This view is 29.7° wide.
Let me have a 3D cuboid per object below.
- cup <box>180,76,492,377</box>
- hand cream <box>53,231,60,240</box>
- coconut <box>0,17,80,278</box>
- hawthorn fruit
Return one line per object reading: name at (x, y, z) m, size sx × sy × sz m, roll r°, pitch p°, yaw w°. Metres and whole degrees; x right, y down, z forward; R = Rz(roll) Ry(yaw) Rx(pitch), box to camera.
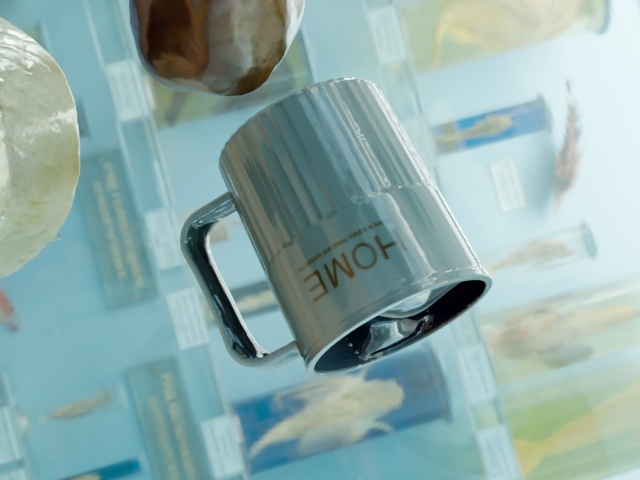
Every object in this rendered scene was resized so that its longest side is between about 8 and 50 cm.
cup at (0.017, -0.004, 1.576) m, size 0.331 × 0.257 × 0.311 m, roll -42°, pitch -114°, yaw 42°
hand cream at (-0.476, -0.035, 1.446) m, size 0.067 × 0.321 × 0.109 m, roll -31°, pitch -111°, yaw 61°
coconut at (-0.394, -0.089, 1.249) m, size 0.329 × 0.329 × 0.328 m, roll 165°, pitch -90°, yaw -82°
hawthorn fruit at (-0.122, -0.286, 1.334) m, size 0.248 × 0.208 × 0.208 m, roll 85°, pitch -13°, yaw -55°
